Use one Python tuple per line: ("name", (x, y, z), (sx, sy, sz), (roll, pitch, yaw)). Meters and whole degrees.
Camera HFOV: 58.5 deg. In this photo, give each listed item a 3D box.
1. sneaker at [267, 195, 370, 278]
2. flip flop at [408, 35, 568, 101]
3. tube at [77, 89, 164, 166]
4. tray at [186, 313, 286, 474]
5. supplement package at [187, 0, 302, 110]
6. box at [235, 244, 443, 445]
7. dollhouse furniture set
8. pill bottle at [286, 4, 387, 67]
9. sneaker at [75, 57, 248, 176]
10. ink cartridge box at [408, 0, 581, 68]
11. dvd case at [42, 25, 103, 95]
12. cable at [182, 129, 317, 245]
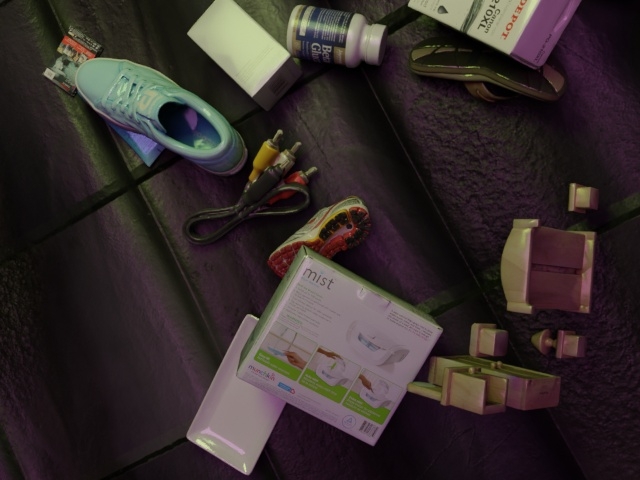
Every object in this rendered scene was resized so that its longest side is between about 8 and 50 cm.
("sneaker", (0.000, 0.000, 1.043), (0.225, 0.093, 0.088), (-31, 113, 23))
("flip flop", (0.285, -0.286, 0.990), (0.277, 0.080, 0.112), (16, 57, 25))
("tube", (-0.393, -0.245, 1.145), (0.207, 0.052, 0.080), (42, 101, 5))
("tray", (-0.134, 0.288, 1.080), (0.145, 0.030, 0.270), (27, 94, 12))
("supplement package", (-0.138, -0.348, 1.065), (0.179, 0.105, 0.105), (45, 97, 9))
("box", (0.028, 0.172, 0.964), (0.262, 0.127, 0.231), (28, 94, -8))
("dollhouse furniture set", (0.281, 0.068, 0.909), (0.173, 0.303, 0.356), (3, 86, 49))
("pill bottle", (0.032, -0.366, 1.036), (0.169, 0.094, 0.094), (13, 91, 12))
("sneaker", (-0.299, -0.250, 1.051), (0.365, 0.150, 0.135), (26, 83, 3))
("ink cartridge box", (0.283, -0.406, 0.914), (0.237, 0.100, 0.172), (45, 119, 37))
("dvd case", (-0.516, -0.373, 1.189), (0.087, 0.013, 0.119), (34, 94, 11))
("cable", (-0.129, -0.072, 1.093), (0.287, 0.072, 0.139), (-38, 105, 21))
